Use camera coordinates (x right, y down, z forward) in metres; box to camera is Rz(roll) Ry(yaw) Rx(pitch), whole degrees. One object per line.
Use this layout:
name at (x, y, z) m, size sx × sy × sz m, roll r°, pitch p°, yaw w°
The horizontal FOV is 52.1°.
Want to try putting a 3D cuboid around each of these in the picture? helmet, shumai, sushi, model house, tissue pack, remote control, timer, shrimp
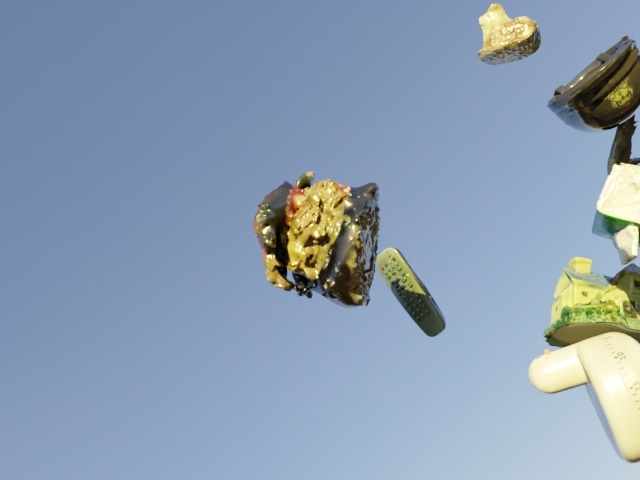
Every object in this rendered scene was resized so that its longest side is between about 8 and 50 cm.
helmet at (0.668, -0.343, 1.526) m, size 0.230 × 0.279 × 0.160 m, roll -40°, pitch -85°, yaw 15°
shumai at (0.387, -0.438, 1.372) m, size 0.145 × 0.116 × 0.145 m, roll -14°, pitch -5°, yaw -1°
sushi at (-0.006, -0.001, 1.151) m, size 0.218 × 0.238 × 0.225 m, roll 7°, pitch -79°, yaw 5°
model house at (0.599, 0.128, 1.385) m, size 0.214 × 0.189 × 0.195 m, roll 11°, pitch -28°, yaw 5°
tissue pack at (0.598, -0.033, 1.239) m, size 0.156 × 0.148 × 0.209 m, roll -68°, pitch -22°, yaw -2°
remote control at (0.204, 0.115, 1.467) m, size 0.072 × 0.222 × 0.042 m, roll -43°, pitch -15°, yaw 35°
timer at (0.528, 0.288, 1.197) m, size 0.240 × 0.234 × 0.233 m, roll -21°, pitch -41°, yaw 12°
shrimp at (0.796, -0.234, 1.653) m, size 0.150 × 0.051 × 0.217 m, roll -7°, pitch -66°, yaw -12°
